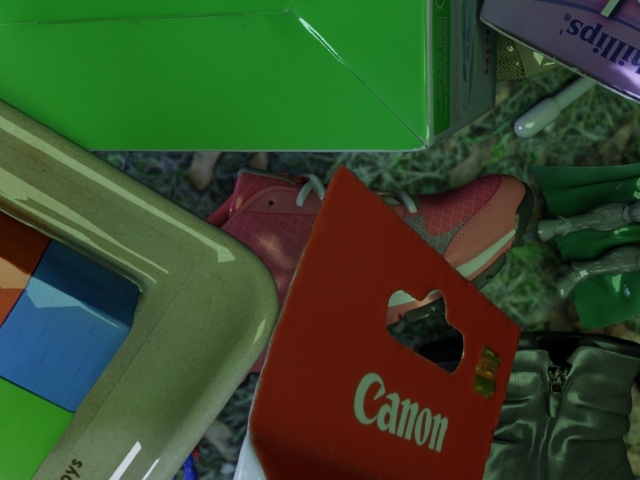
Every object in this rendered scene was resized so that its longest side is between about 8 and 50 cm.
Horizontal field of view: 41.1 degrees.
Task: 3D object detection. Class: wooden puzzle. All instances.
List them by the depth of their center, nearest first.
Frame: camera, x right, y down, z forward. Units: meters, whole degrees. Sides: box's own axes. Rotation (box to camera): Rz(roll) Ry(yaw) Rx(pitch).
[{"bbox_3d":[-0.242,0.064,0.375,0.348,0.080,0.322,33,103,-12],"label":"wooden puzzle"}]

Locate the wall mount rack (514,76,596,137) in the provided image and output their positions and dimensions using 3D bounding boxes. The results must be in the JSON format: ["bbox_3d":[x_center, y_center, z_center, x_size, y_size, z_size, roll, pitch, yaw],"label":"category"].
[{"bbox_3d":[0.337,-0.097,0.615,0.304,0.130,0.350,-35,94,38],"label":"wall mount rack"}]

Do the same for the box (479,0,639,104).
[{"bbox_3d":[0.219,-0.207,0.419,0.214,0.117,0.242,-21,137,-43],"label":"box"}]

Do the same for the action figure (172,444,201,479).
[{"bbox_3d":[-0.113,0.163,0.671,0.038,0.030,0.115,-4,101,-2],"label":"action figure"}]

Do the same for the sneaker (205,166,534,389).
[{"bbox_3d":[0.000,0.000,0.606,0.314,0.116,0.136,-23,103,-2],"label":"sneaker"}]

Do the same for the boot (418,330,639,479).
[{"bbox_3d":[0.094,0.185,0.674,0.339,0.118,0.222,-9,96,-13],"label":"boot"}]

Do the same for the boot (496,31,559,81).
[{"bbox_3d":[0.147,-0.218,0.545,0.262,0.095,0.203,-17,108,31],"label":"boot"}]

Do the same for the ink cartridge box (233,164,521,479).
[{"bbox_3d":[0.058,0.197,0.452,0.308,0.091,0.384,36,66,-54],"label":"ink cartridge box"}]

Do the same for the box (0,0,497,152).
[{"bbox_3d":[-0.046,-0.124,0.470,0.262,0.231,0.126,2,103,17],"label":"box"}]

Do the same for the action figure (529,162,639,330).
[{"bbox_3d":[0.272,-0.016,0.584,0.232,0.063,0.137,-16,105,29],"label":"action figure"}]
